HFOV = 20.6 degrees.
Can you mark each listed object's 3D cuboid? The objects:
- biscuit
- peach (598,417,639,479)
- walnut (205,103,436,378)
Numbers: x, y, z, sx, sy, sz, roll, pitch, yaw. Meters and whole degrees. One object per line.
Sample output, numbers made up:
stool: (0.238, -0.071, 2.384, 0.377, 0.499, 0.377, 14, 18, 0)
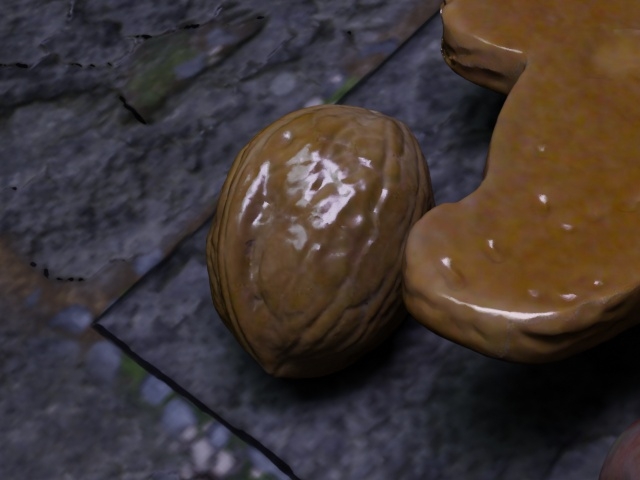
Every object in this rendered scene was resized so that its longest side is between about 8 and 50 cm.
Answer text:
biscuit: (0.156, -0.067, 0.760, 0.216, 0.047, 0.340, 4, 44, 7)
peach: (0.160, 0.128, 0.575, 0.152, 0.152, 0.152, -10, 50, 12)
walnut: (0.000, 0.000, 0.750, 0.105, 0.105, 0.124, 15, 77, 29)
